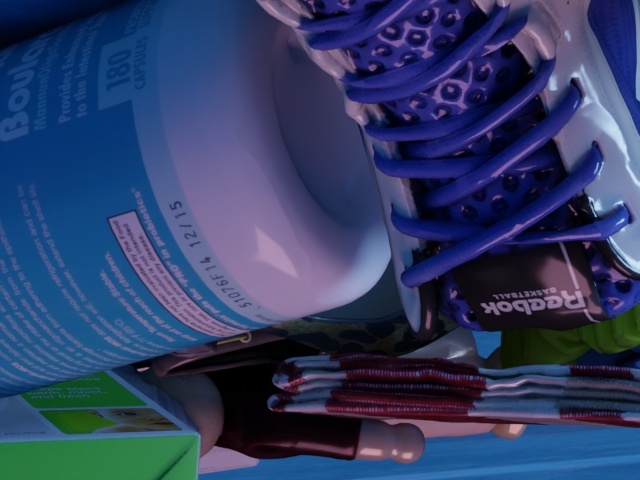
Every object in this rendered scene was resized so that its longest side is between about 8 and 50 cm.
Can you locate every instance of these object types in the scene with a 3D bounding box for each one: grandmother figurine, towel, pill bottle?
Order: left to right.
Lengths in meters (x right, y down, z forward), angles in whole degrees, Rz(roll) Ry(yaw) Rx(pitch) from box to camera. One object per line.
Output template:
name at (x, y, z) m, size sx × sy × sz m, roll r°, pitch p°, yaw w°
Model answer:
pill bottle at (-0.110, -0.014, 0.748) m, size 0.264 × 0.146 × 0.146 m, roll -17°, pitch 162°, yaw 25°
grandmother figurine at (-0.016, 0.113, 1.239) m, size 0.342 × 0.104 × 0.208 m, roll -3°, pitch 180°, yaw -39°
towel at (0.161, 0.090, 1.018) m, size 0.329 × 0.037 × 0.237 m, roll -1°, pitch 172°, yaw 19°

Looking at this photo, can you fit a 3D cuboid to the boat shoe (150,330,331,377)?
boat shoe at (-0.016, 0.058, 1.170) m, size 0.228 × 0.068 × 0.081 m, roll 1°, pitch 161°, yaw -29°

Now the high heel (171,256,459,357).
high heel at (0.000, 0.000, 0.967) m, size 0.261 × 0.093 × 0.186 m, roll -14°, pitch 155°, yaw 9°

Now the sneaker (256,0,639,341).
sneaker at (0.055, -0.065, 0.595) m, size 0.127 × 0.182 × 0.315 m, roll -17°, pitch 162°, yaw 23°

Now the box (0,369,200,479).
box at (-0.218, 0.125, 0.818) m, size 0.262 × 0.126 × 0.231 m, roll 1°, pitch -170°, yaw -24°

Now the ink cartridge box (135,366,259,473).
ink cartridge box at (-0.145, 0.123, 1.397) m, size 0.181 × 0.056 × 0.224 m, roll -8°, pitch 144°, yaw -3°

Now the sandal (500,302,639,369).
sandal at (0.204, 0.021, 1.046) m, size 0.138 × 0.126 × 0.317 m, roll 5°, pitch 171°, yaw -6°
